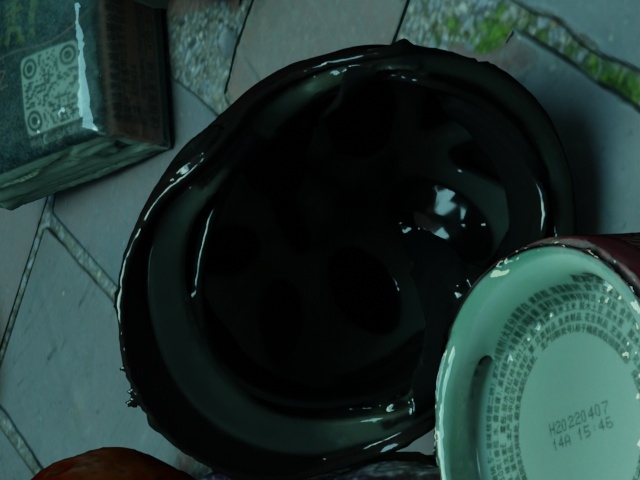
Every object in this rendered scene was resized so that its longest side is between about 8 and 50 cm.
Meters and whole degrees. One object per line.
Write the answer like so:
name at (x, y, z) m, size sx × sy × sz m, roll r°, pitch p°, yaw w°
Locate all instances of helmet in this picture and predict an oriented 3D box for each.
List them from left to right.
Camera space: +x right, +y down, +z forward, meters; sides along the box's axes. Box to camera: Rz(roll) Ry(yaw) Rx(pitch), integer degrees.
helmet at (0.000, 0.000, 1.185) m, size 0.225 × 0.305 × 0.177 m, roll 58°, pitch 175°, yaw -18°

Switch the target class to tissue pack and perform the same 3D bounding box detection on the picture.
tissue pack at (-0.241, -0.204, 1.646) m, size 0.228 × 0.103 × 0.316 m, roll -17°, pitch 72°, yaw 39°

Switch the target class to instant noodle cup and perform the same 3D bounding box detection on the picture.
instant noodle cup at (0.199, 0.085, 0.903) m, size 0.244 × 0.255 × 0.244 m, roll -10°, pitch 78°, yaw 55°

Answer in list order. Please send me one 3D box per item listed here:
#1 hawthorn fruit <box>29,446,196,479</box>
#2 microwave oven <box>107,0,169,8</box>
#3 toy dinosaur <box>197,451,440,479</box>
hawthorn fruit at (-0.170, 0.245, 1.425) m, size 0.179 × 0.200 × 0.179 m, roll -8°, pitch 79°, yaw 47°
microwave oven at (-0.230, -0.332, 1.486) m, size 0.295 × 0.181 × 0.237 m, roll 22°, pitch 89°, yaw 26°
toy dinosaur at (0.046, 0.165, 1.173) m, size 0.294 × 0.162 × 0.077 m, roll -20°, pitch 70°, yaw 51°
